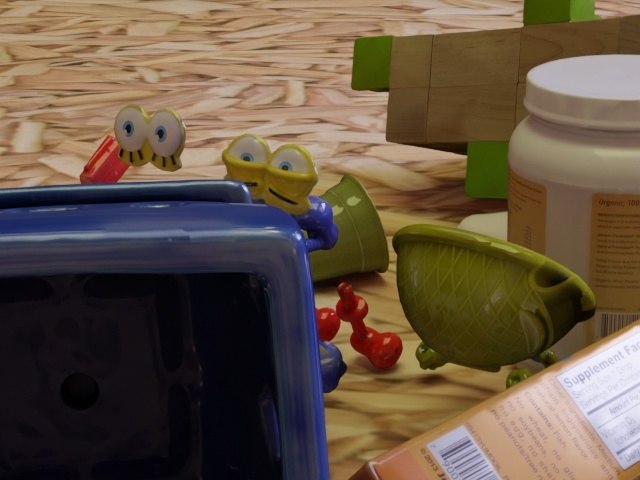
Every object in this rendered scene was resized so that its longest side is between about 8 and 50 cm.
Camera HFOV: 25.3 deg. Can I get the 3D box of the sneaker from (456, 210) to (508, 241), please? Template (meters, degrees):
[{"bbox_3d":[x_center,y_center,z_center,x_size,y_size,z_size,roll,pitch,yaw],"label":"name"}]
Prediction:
[{"bbox_3d":[0.203,-0.014,1.096,0.212,0.094,0.080,9,24,29],"label":"sneaker"}]

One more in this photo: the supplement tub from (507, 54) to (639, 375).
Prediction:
[{"bbox_3d":[0.194,-0.011,0.932,0.144,0.200,0.144,-1,20,1],"label":"supplement tub"}]

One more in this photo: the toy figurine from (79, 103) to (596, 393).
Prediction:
[{"bbox_3d":[-0.037,0.083,0.868,0.362,0.191,0.217,18,57,29],"label":"toy figurine"}]

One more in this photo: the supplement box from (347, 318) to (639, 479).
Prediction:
[{"bbox_3d":[0.106,0.118,0.728,0.233,0.078,0.080,-17,66,-40],"label":"supplement box"}]

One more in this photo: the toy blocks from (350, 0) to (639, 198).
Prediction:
[{"bbox_3d":[0.252,-0.122,1.270,0.381,0.191,0.261,3,-2,44],"label":"toy blocks"}]

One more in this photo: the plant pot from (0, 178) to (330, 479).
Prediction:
[{"bbox_3d":[-0.121,0.089,0.660,0.236,0.236,0.212,-4,13,-5],"label":"plant pot"}]

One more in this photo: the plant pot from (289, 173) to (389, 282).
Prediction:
[{"bbox_3d":[0.000,0.000,1.117,0.079,0.083,0.083,-21,24,-15],"label":"plant pot"}]
